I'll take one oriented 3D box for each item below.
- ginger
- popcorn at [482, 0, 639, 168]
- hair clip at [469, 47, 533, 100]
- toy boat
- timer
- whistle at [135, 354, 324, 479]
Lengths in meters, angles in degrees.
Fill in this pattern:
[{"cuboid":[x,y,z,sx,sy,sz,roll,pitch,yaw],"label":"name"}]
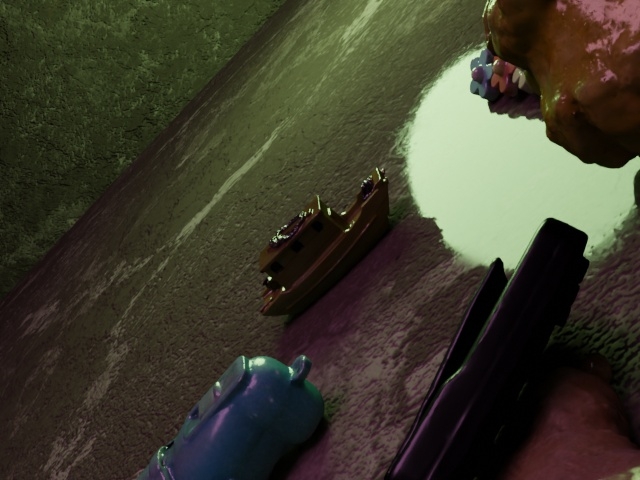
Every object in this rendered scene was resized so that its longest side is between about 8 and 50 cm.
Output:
[{"cuboid":[0.132,0.132,0.408,0.137,0.074,0.213,-39,22,-2],"label":"ginger"},{"cuboid":[0.212,-0.162,0.581,0.226,0.203,0.200,-62,15,-5],"label":"popcorn"},{"cuboid":[0.196,-0.172,0.836,0.214,0.056,0.062,-168,84,-66],"label":"hair clip"},{"cuboid":[0.000,0.000,0.897,0.200,0.077,0.057,-44,20,15],"label":"toy boat"},{"cuboid":[0.092,0.086,0.496,0.187,0.055,0.144,-56,-20,-19],"label":"timer"},{"cuboid":[-0.100,0.200,0.742,0.274,0.093,0.186,-48,21,14],"label":"whistle"}]
